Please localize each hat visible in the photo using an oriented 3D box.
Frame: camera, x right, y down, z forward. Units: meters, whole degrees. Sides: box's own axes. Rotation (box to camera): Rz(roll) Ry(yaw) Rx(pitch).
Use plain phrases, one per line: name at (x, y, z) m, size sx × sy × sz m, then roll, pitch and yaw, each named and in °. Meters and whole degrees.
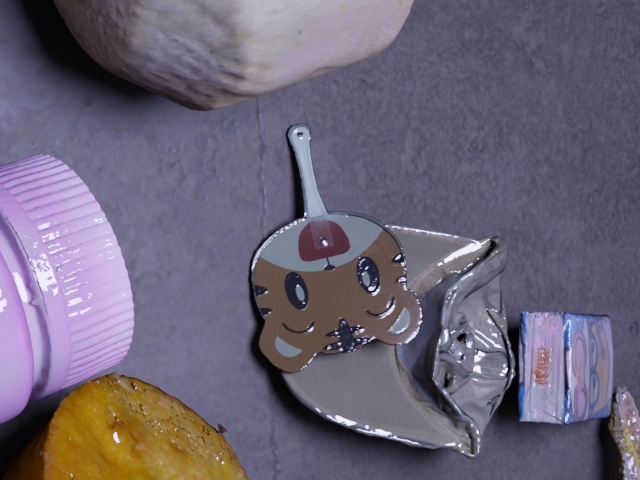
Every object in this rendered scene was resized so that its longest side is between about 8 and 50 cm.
hat at (0.079, 0.094, 1.121) m, size 0.245 × 0.149 × 0.214 m, roll 11°, pitch 74°, yaw 2°

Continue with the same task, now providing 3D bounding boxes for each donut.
donut at (-0.132, 0.241, 0.860) m, size 0.277 × 0.108 × 0.277 m, roll 44°, pitch 23°, yaw -24°

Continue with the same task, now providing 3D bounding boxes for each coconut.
coconut at (-0.050, -0.262, 0.904) m, size 0.329 × 0.329 × 0.328 m, roll 2°, pitch 86°, yaw -36°

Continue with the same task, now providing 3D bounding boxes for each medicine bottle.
medicine bottle at (-0.289, 0.060, 0.778) m, size 0.291 × 0.178 × 0.178 m, roll -24°, pitch 102°, yaw -35°

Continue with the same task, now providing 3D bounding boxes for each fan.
fan at (0.000, 0.000, 1.063) m, size 0.153 × 0.008 × 0.226 m, roll -12°, pitch 77°, yaw -6°

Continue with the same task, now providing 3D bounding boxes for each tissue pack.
tissue pack at (0.257, 0.132, 1.222) m, size 0.155 × 0.065 × 0.115 m, roll 11°, pitch 79°, yaw -59°

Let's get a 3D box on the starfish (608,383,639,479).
starfish at (0.315, 0.408, 1.186) m, size 0.398 × 0.132 × 0.384 m, roll -34°, pitch 63°, yaw -25°
